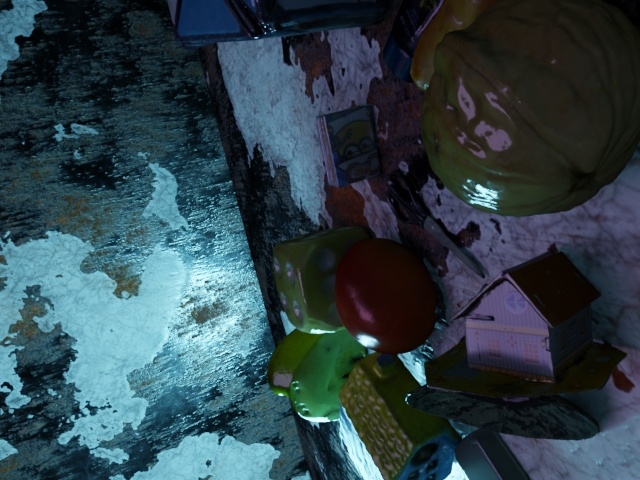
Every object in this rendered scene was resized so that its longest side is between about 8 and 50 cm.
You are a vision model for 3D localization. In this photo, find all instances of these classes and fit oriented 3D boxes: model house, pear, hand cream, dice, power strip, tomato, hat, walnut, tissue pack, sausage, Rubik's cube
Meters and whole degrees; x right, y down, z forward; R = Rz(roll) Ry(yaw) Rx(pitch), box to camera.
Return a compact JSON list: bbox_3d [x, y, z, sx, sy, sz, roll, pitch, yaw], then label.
[{"bbox_3d":[0.166,0.403,0.989,0.237,0.215,0.304,51,156,46],"label":"model house"},{"bbox_3d":[0.231,0.089,0.541,0.207,0.219,0.136,-3,95,50],"label":"model house"},{"bbox_3d":[-0.015,0.392,1.385,0.238,0.317,0.343,22,125,61],"label":"pear"},{"bbox_3d":[0.170,-0.356,0.626,0.120,0.061,0.271,69,153,23],"label":"hand cream"},{"bbox_3d":[0.015,0.097,1.171,0.233,0.226,0.239,-1,104,67],"label":"dice"},{"bbox_3d":[0.348,0.505,0.833,0.194,0.059,0.265,100,148,-46],"label":"power strip"},{"bbox_3d":[0.129,0.126,0.948,0.260,0.179,0.260,162,90,-74],"label":"tomato"},{"bbox_3d":[0.268,0.211,0.684,0.266,0.265,0.129,105,180,-57],"label":"hat"},{"bbox_3d":[0.211,-0.138,0.464,0.228,0.227,0.228,163,90,-71],"label":"walnut"},{"bbox_3d":[0.063,-0.202,0.947,0.065,0.115,0.155,25,130,64],"label":"tissue pack"},{"bbox_3d":[0.192,-0.287,0.535,0.271,0.108,0.109,117,133,-63],"label":"sausage"},{"bbox_3d":[-0.091,-0.505,0.738,0.305,0.310,0.307,24,131,46],"label":"Rubik's cube"}]

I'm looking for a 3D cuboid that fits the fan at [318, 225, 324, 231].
[{"bbox_3d":[0.000,0.000,1.348,0.133,0.005,0.085,-32,-67,-73],"label":"fan"}]

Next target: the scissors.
[{"bbox_3d":[0.208,-0.029,0.833,0.300,0.022,0.109,53,156,43],"label":"scissors"}]
